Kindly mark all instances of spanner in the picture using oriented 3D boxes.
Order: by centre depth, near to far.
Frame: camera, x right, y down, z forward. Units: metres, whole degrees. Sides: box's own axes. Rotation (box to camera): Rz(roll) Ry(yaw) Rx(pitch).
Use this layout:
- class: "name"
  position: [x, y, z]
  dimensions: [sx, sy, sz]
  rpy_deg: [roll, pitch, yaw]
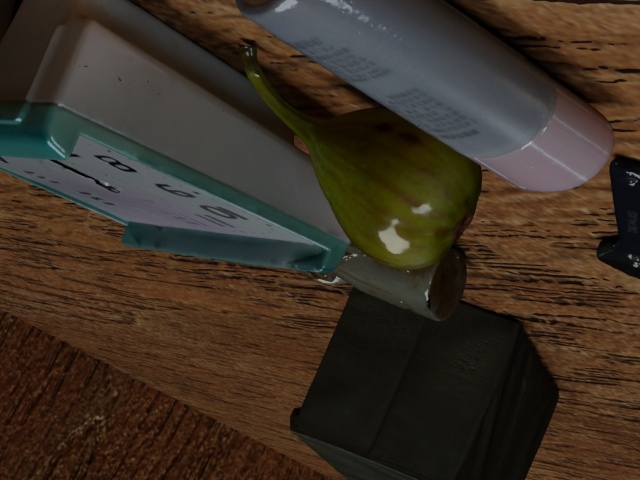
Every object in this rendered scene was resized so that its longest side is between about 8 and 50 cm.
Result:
- class: "spanner"
  position: [0.182, -0.010, 1.166]
  dimensions: [0.046, 0.012, 0.208]
  rpy_deg: [21, 168, 15]

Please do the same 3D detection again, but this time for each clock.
- class: "clock"
  position: [-0.128, -0.073, 1.275]
  dimensions: [0.231, 0.116, 0.262]
  rpy_deg: [25, 170, -33]

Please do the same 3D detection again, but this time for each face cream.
- class: "face cream"
  position: [0.053, -0.088, 0.969]
  dimensions: [0.198, 0.057, 0.084]
  rpy_deg: [29, 168, -32]

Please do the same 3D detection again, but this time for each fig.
- class: "fig"
  position: [0.028, -0.057, 1.158]
  dimensions: [0.166, 0.093, 0.093]
  rpy_deg: [49, -179, 28]

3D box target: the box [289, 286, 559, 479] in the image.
- class: "box"
  position: [0.092, 0.143, 1.677]
  dimensions: [0.155, 0.149, 0.231]
  rpy_deg: [19, 167, 22]

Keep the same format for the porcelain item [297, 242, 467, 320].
- class: "porcelain item"
  position: [0.000, 0.000, 1.461]
  dimensions: [0.213, 0.054, 0.084]
  rpy_deg: [20, 166, 23]
